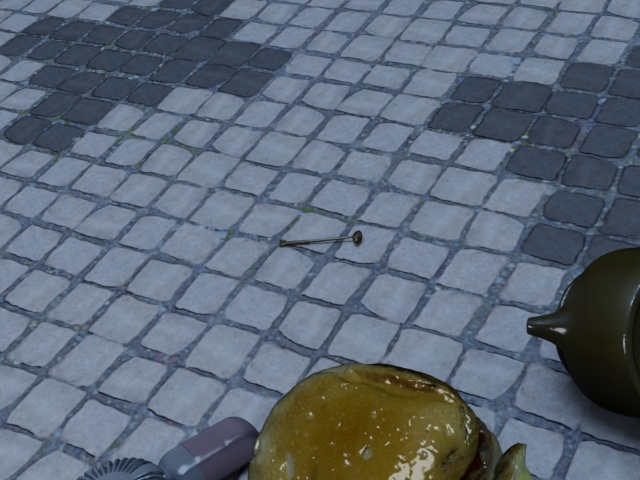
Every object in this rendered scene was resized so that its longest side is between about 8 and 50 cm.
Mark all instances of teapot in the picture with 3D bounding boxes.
[{"bbox_3d":[0.353,0.100,1.073,0.267,0.186,0.175,5,0,-27],"label":"teapot"}]

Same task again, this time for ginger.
[{"bbox_3d":[0.160,0.247,0.869,0.057,0.044,0.137,5,44,46],"label":"ginger"}]

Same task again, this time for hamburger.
[{"bbox_3d":[0.061,0.237,0.961,0.244,0.163,0.244,-17,39,14],"label":"hamburger"}]

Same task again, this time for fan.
[{"bbox_3d":[-0.173,0.274,1.068,0.244,0.074,0.130,-27,31,-25],"label":"fan"}]

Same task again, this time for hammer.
[{"bbox_3d":[0.000,0.000,1.387,0.122,0.014,0.029,-6,31,11],"label":"hammer"}]
